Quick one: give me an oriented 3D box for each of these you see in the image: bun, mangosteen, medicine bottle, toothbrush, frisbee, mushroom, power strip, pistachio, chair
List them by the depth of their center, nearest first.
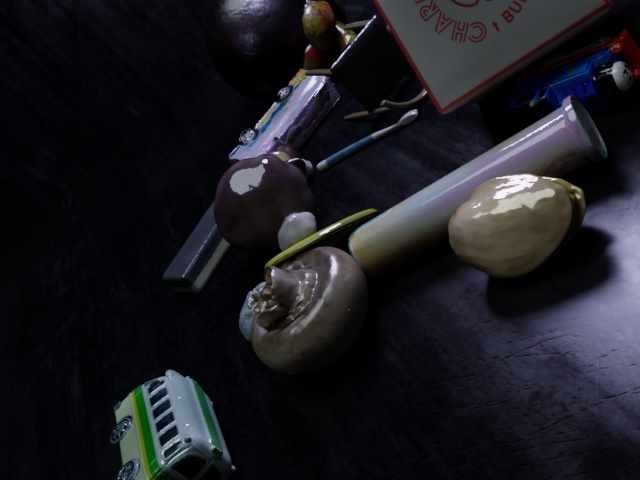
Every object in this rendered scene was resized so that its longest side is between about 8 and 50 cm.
[{"bbox_3d":[0.279,-0.019,1.145,0.200,0.117,0.145,-14,78,35],"label":"pistachio"},{"bbox_3d":[0.235,-0.072,1.286,0.426,0.108,0.108,-31,30,30],"label":"medicine bottle"},{"bbox_3d":[-0.029,0.106,1.322,0.226,0.178,0.226,-42,21,20],"label":"mushroom"},{"bbox_3d":[0.000,0.000,1.462,0.236,0.017,0.236,-27,-4,-2],"label":"frisbee"},{"bbox_3d":[-0.097,0.123,1.498,0.141,0.083,0.141,-37,27,22],"label":"bun"},{"bbox_3d":[0.099,-0.217,1.761,0.275,0.019,0.025,-26,27,33],"label":"toothbrush"},{"bbox_3d":[0.119,-0.383,1.800,0.188,0.166,0.272,-52,27,-12],"label":"chair"},{"bbox_3d":[-0.263,0.008,1.908,0.105,0.070,0.257,-2,52,51],"label":"power strip"},{"bbox_3d":[-0.107,-0.575,2.182,0.435,0.382,0.382,-3,48,37],"label":"mangosteen"}]

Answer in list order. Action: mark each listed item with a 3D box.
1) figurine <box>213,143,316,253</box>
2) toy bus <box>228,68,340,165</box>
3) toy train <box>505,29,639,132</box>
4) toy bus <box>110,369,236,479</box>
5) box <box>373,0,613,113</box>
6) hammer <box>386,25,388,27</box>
[{"bbox_3d":[-0.107,-0.090,1.759,0.218,0.206,0.365,-14,9,11],"label":"figurine"},{"bbox_3d":[-0.086,-0.283,2.025,0.138,0.112,0.317,16,65,49],"label":"toy bus"},{"bbox_3d":[0.409,-0.246,1.299,0.204,0.083,0.131,-16,39,47],"label":"toy train"},{"bbox_3d":[-0.249,0.339,1.362,0.165,0.133,0.276,-45,28,3],"label":"toy bus"},{"bbox_3d":[0.287,-0.432,1.379,0.312,0.314,0.300,-32,-2,26],"label":"box"},{"bbox_3d":[0.127,-0.519,2.143,0.195,0.028,0.060,-14,47,50],"label":"hammer"}]
